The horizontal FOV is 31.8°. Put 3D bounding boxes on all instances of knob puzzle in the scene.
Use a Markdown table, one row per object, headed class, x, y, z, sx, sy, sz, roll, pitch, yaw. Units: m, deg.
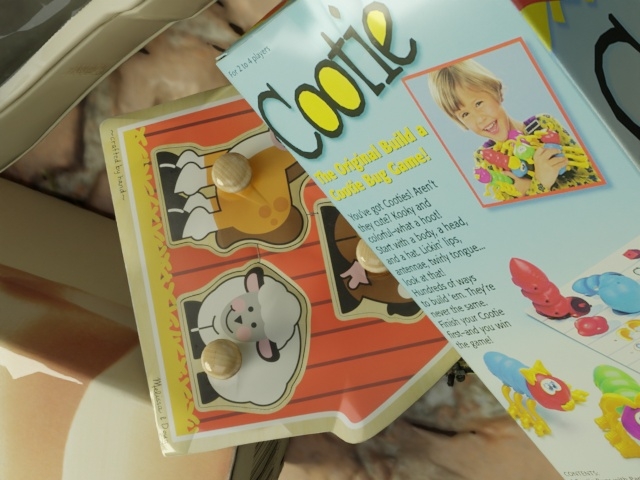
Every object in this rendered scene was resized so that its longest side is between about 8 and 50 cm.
| class | x | y | z | sx | sy | sz | roll | pitch | yaw |
| --- | --- | --- | --- | --- | --- | --- | --- | --- | --- |
| knob puzzle | 0.000 | 0.000 | 0.532 | 0.213 | 0.030 | 0.213 | -1 | 81 | 7 |

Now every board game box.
| class | x | y | z | sx | sy | sz | roll | pitch | yaw |
| --- | --- | --- | --- | --- | --- | --- | --- | --- | --- |
| board game box | 0.120 | -0.024 | 0.438 | 0.275 | 0.142 | 0.144 | 50 | 147 | -12 |

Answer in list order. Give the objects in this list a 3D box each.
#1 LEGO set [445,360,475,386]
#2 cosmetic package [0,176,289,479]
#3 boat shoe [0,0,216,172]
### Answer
| class | x | y | z | sx | sy | sz | roll | pitch | yaw |
| --- | --- | --- | --- | --- | --- | --- | --- | --- | --- |
| LEGO set | 0.055 | 0.046 | 0.613 | 0.054 | 0.023 | 0.083 | -15 | 127 | 32 |
| cosmetic package | -0.166 | 0.071 | 0.652 | 0.296 | 0.129 | 0.153 | 19 | 127 | 12 |
| boat shoe | -0.159 | -0.099 | 0.526 | 0.335 | 0.112 | 0.096 | -33 | 87 | 13 |
